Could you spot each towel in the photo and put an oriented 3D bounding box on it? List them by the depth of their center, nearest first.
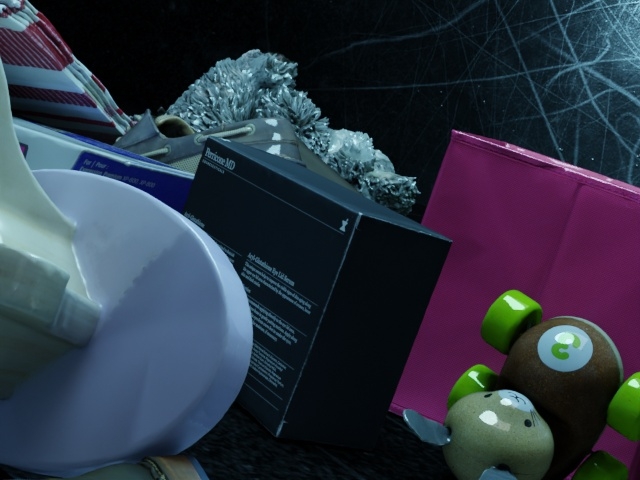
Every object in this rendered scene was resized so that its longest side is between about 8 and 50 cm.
[{"bbox_3d":[-0.351,-0.187,1.488,0.237,0.037,0.329,8,-19,21],"label":"towel"}]

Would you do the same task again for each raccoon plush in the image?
[{"bbox_3d":[-0.095,-0.040,1.755,0.446,0.216,0.299,-33,67,-31],"label":"raccoon plush"}]

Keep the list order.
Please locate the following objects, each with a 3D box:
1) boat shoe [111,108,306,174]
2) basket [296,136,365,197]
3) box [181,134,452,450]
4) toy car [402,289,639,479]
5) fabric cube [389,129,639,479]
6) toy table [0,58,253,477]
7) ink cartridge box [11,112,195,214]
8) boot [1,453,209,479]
[{"bbox_3d":[-0.162,-0.071,1.508,0.355,0.130,0.132,-1,-10,29],"label":"boat shoe"},{"bbox_3d":[0.000,0.000,1.576,0.154,0.204,0.227,-33,40,-18],"label":"basket"},{"bbox_3d":[-0.029,0.036,1.150,0.103,0.184,0.261,13,10,-34],"label":"box"},{"bbox_3d":[0.148,0.139,1.066,0.155,0.149,0.188,35,26,29],"label":"toy car"},{"bbox_3d":[0.223,0.061,1.294,0.259,0.258,0.254,21,7,18],"label":"fabric cube"},{"bbox_3d":[-0.190,0.021,0.750,0.274,0.252,0.161,-1,-20,32],"label":"toy table"},{"bbox_3d":[-0.261,-0.080,1.382,0.371,0.069,0.176,16,3,38],"label":"ink cartridge box"},{"bbox_3d":[-0.089,0.156,0.630,0.106,0.082,0.219,1,7,-20],"label":"boot"}]
